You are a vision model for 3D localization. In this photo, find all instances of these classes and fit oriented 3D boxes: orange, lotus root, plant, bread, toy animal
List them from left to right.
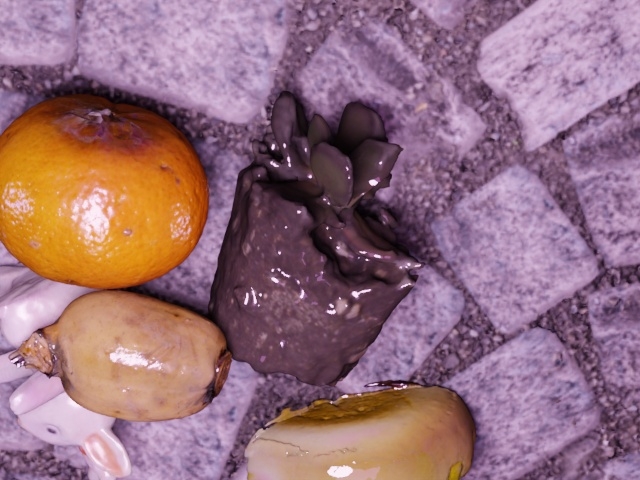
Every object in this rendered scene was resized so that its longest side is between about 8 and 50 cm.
[{"bbox_3d":[-0.282,0.155,1.539,0.138,0.140,0.282,-10,106,-16],"label":"toy animal"},{"bbox_3d":[-0.219,-0.055,1.440,0.224,0.224,0.170,8,125,-6],"label":"orange"},{"bbox_3d":[-0.198,0.114,1.433,0.221,0.118,0.125,9,75,-6],"label":"lotus root"},{"bbox_3d":[0.000,0.000,1.490,0.188,0.199,0.276,13,110,-14],"label":"plant"},{"bbox_3d":[0.051,0.256,1.584,0.261,0.156,0.158,-7,106,-1],"label":"bread"}]
